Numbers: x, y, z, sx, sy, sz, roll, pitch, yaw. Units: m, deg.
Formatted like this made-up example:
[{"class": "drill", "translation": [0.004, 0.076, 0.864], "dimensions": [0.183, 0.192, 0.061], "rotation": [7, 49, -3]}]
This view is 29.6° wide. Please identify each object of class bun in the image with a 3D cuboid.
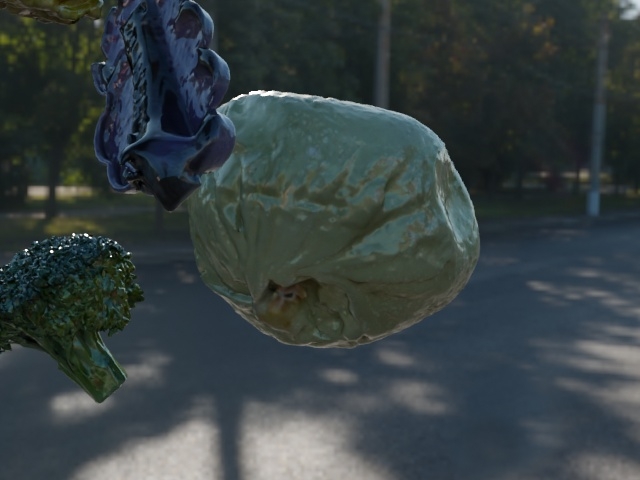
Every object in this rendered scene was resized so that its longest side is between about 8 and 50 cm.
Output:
[{"class": "bun", "translation": [0.000, 0.000, 1.362], "dimensions": [0.349, 0.227, 0.352], "rotation": [34, -33, -25]}]

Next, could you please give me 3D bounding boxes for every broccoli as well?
[{"class": "broccoli", "translation": [-0.275, 0.091, 1.322], "dimensions": [0.194, 0.194, 0.219], "rotation": [5, 35, 41]}]

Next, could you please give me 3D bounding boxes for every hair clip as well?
[{"class": "hair clip", "translation": [-0.112, -0.094, 0.754], "dimensions": [0.052, 0.195, 0.124], "rotation": [24, -54, -40]}]

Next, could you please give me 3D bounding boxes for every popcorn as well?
[{"class": "popcorn", "translation": [-0.159, -0.151, 0.673], "dimensions": [0.083, 0.057, 0.082], "rotation": [12, 8, 11]}]
